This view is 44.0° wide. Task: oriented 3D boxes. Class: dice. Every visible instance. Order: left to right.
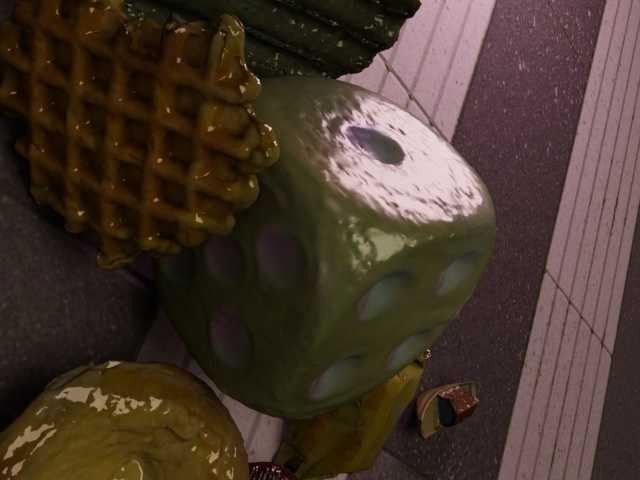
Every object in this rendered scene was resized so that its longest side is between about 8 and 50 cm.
[{"bbox_3d":[0.000,0.000,0.783,0.252,0.250,0.254,-8,49,-45],"label":"dice"}]

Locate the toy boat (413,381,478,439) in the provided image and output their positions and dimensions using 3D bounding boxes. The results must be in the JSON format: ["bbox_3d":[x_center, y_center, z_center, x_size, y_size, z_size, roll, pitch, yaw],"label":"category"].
[{"bbox_3d":[0.190,0.257,1.207,0.172,0.066,0.065,-14,101,-48],"label":"toy boat"}]

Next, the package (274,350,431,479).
[{"bbox_3d":[0.038,0.212,0.981,0.168,0.090,0.226,13,108,-47],"label":"package"}]

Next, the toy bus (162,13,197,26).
[{"bbox_3d":[-0.156,-0.131,0.764,0.057,0.072,0.172,12,122,-48],"label":"toy bus"}]

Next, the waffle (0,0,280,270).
[{"bbox_3d":[-0.166,-0.107,0.664,0.051,0.291,0.291,-40,118,-55],"label":"waffle"}]

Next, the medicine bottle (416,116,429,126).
[{"bbox_3d":[0.107,-0.147,1.126,0.118,0.074,0.055,-13,97,-49],"label":"medicine bottle"}]

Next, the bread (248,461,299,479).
[{"bbox_3d":[-0.061,0.281,0.902,0.085,0.085,0.053,45,51,-38],"label":"bread"}]

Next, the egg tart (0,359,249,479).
[{"bbox_3d":[-0.199,0.255,0.712,0.315,0.120,0.315,6,82,-47],"label":"egg tart"}]

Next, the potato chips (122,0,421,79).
[{"bbox_3d":[-0.047,-0.265,0.781,0.429,0.358,0.070,9,49,-45],"label":"potato chips"}]
